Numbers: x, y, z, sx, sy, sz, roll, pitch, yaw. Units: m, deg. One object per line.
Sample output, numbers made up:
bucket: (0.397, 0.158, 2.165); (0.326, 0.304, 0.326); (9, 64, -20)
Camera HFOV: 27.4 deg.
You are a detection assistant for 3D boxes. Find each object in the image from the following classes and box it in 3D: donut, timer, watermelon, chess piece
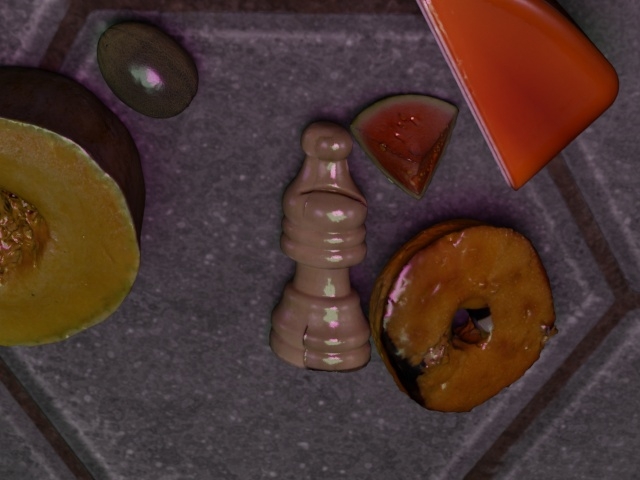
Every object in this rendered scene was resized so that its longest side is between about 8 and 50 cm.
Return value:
donut: (0.173, 0.089, 1.617); (0.254, 0.118, 0.253); (-12, 121, -21)
timer: (0.175, -0.225, 1.415); (0.161, 0.257, 0.250); (-40, 110, 15)
watermelon: (0.096, -0.110, 1.561); (0.135, 0.094, 0.125); (15, 118, -20)
chess piece: (0.000, 0.000, 1.625); (0.124, 0.139, 0.307); (-3, 112, -10)

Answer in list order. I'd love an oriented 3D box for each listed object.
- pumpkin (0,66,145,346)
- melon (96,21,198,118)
pumpkin: (-0.358, -0.055, 1.589); (0.332, 0.199, 0.332); (6, 123, 9)
melon: (-0.203, -0.202, 1.541); (0.098, 0.098, 0.131); (-41, 104, 22)
